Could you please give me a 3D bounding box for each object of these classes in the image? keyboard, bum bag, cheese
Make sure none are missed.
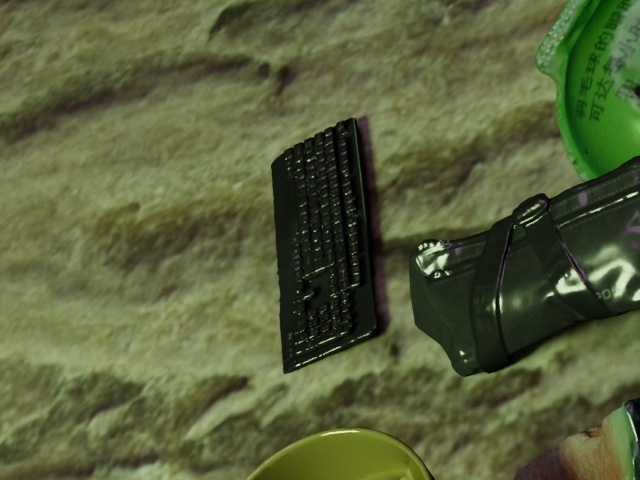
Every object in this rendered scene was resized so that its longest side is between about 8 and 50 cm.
[{"bbox_3d":[-0.001,-0.001,1.318,0.074,0.015,0.196,-22,43,19],"label":"keyboard"},{"bbox_3d":[0.135,0.017,1.155,0.197,0.049,0.087,-25,67,35],"label":"bum bag"},{"bbox_3d":[0.266,-0.078,1.140,0.320,0.083,0.204,28,83,32],"label":"cheese"}]

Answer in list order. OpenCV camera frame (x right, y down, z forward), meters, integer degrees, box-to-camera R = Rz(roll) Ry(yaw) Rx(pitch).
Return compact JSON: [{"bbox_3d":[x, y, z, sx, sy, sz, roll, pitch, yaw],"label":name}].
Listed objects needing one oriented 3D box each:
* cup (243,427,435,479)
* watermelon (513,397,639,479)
[{"bbox_3d":[0.027,0.207,1.007,0.131,0.155,0.176,-1,55,35],"label":"cup"},{"bbox_3d":[0.176,0.165,1.024,0.202,0.136,0.207,173,109,-81],"label":"watermelon"}]
